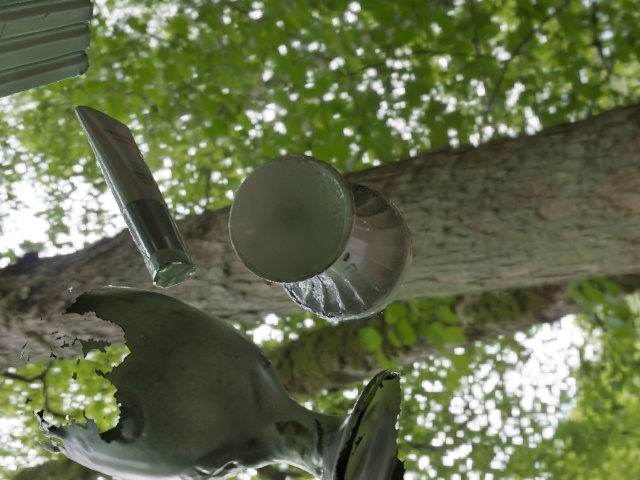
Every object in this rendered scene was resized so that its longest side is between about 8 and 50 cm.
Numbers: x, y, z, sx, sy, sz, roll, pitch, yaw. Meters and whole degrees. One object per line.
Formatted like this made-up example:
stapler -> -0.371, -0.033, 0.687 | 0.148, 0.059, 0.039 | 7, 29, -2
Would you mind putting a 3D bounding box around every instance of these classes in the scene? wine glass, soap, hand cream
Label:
wine glass -> 0.000, 0.000, 0.858 | 0.196, 0.165, 0.165 | 26, -118, -69
soap -> -0.397, -0.266, 1.016 | 0.261, 0.094, 0.150 | -40, -30, -57
wine glass -> -0.100, 0.162, 0.777 | 0.190, 0.357, 0.190 | 14, -90, -70
hand cream -> -0.213, -0.058, 0.929 | 0.079, 0.048, 0.255 | 25, -149, -57
